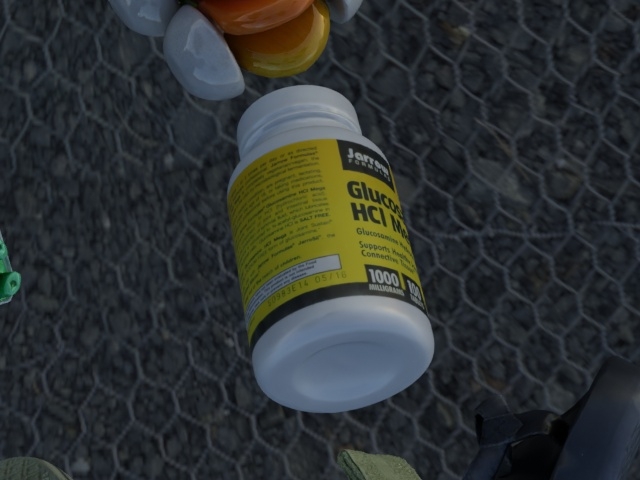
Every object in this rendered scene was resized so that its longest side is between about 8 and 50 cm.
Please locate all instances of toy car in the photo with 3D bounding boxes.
[{"bbox_3d":[-0.067,-0.204,0.924,0.159,0.136,0.182,-37,66,-12],"label":"toy car"}]

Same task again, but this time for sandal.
[{"bbox_3d":[0.070,0.110,0.519,0.054,0.254,0.097,27,67,5],"label":"sandal"}]

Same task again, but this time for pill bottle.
[{"bbox_3d":[0.000,0.000,1.385,0.188,0.334,0.188,-8,145,-6],"label":"pill bottle"}]

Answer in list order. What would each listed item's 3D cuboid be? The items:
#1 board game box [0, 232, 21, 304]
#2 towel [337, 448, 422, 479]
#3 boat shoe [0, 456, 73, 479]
[{"bbox_3d":[-0.517,-0.072,1.261,0.390,0.050,0.390,-20,97,-38],"label":"board game box"},{"bbox_3d":[0.094,0.318,1.672,0.110,0.148,0.027,11,106,-29],"label":"towel"},{"bbox_3d":[-0.313,0.384,1.570,0.187,0.500,0.156,-49,125,-36],"label":"boat shoe"}]
